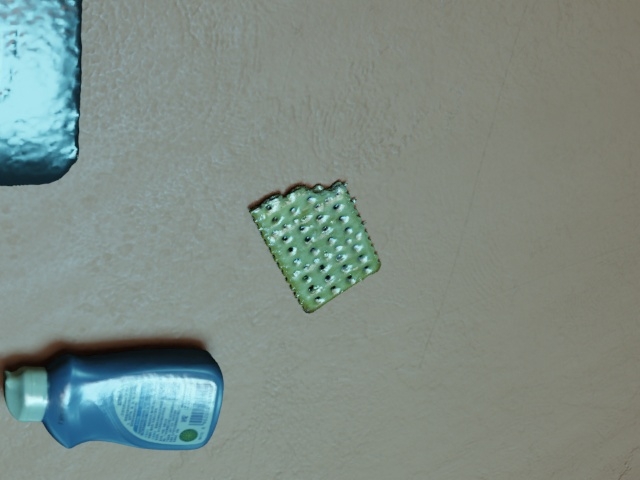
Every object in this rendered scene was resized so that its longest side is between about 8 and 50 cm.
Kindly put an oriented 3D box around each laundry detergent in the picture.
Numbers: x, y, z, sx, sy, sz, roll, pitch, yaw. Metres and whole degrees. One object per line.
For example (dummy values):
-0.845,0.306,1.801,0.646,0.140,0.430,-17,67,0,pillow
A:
-0.280,0.210,1.591,0.290,0.094,0.143,6,118,-24,laundry detergent

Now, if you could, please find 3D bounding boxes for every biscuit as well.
0.000,0.000,1.658,0.144,0.016,0.203,-31,125,-8,biscuit

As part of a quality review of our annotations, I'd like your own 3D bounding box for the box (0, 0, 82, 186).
-0.433,-0.220,1.298,0.350,0.091,0.359,-4,117,-23,box
